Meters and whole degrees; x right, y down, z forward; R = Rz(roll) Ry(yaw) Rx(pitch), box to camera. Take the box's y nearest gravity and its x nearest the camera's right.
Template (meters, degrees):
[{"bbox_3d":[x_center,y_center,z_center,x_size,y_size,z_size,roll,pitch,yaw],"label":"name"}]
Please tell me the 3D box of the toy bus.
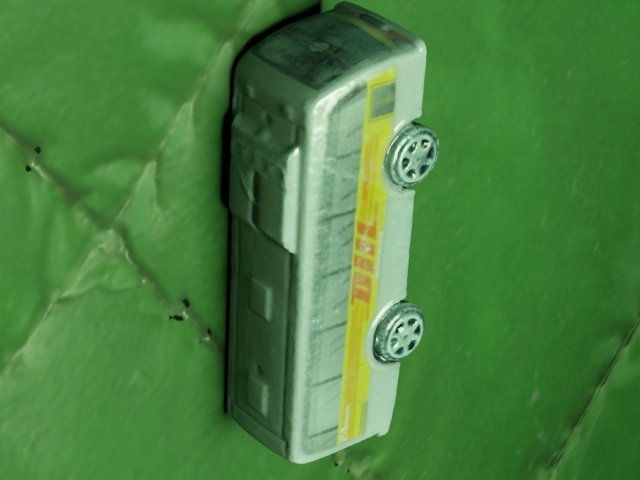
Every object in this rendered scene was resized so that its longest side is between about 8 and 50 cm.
[{"bbox_3d":[0.000,0.000,0.775,0.075,0.064,0.190,-21,128,-33],"label":"toy bus"}]
